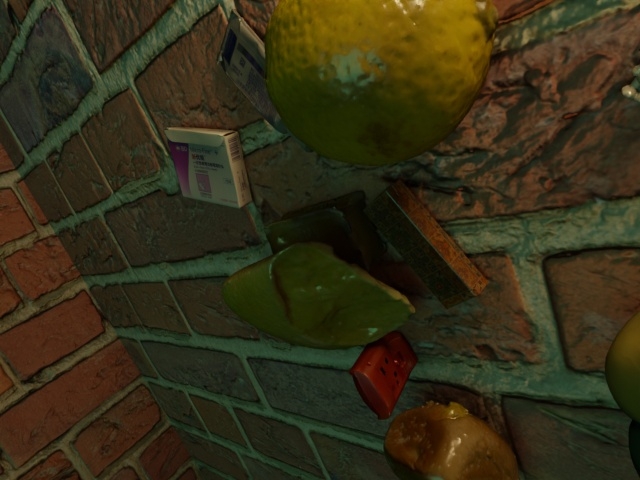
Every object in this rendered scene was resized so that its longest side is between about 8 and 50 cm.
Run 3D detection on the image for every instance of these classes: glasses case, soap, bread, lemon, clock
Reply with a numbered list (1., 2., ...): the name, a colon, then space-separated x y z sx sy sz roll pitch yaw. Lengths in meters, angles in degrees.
1. glasses case: 0.171 0.006 0.701 0.218 0.049 0.075 50 144 3
2. soap: 0.001 -0.001 0.828 0.233 0.076 0.135 -12 110 44
3. bread: 0.259 0.420 0.812 0.246 0.176 0.196 49 151 -18
4. soap: -0.039 0.136 0.852 0.306 0.115 0.427 23 154 -18
5. lemon: 0.060 -0.212 0.510 0.267 0.267 0.267 22 130 30
6. clock: 0.128 0.253 0.828 0.061 0.155 0.113 -26 99 38

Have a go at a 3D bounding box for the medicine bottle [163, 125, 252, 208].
1. medicine bottle: -0.251 -0.169 0.958 0.201 0.052 0.171 14 125 33

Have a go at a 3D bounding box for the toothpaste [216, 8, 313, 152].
1. toothpaste: -0.092 -0.267 0.751 0.099 0.068 0.282 -42 75 18

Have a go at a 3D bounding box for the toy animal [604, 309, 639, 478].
1. toy animal: 0.439 0.174 0.479 0.191 0.216 0.338 30 144 62

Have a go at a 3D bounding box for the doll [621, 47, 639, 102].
1. doll: 0.342 -0.187 0.431 0.058 0.040 0.085 41 137 -2
